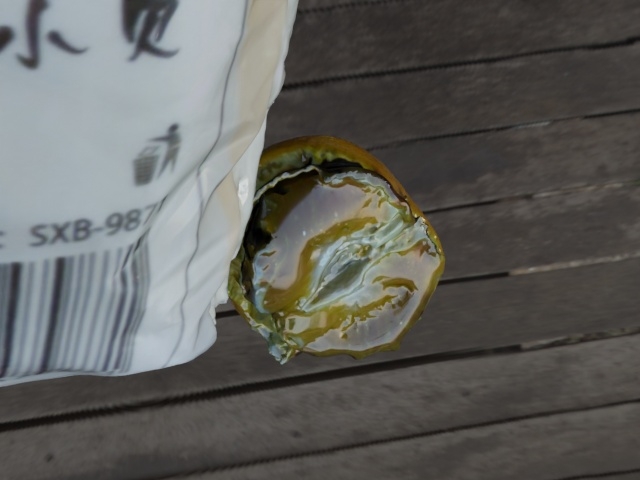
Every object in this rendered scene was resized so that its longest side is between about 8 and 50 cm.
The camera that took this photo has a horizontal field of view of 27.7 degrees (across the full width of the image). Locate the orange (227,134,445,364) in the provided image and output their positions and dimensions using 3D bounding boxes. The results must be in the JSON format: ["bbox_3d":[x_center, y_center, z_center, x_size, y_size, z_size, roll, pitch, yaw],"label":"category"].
[{"bbox_3d":[0.000,0.000,0.852,0.160,0.170,0.112,7,45,-24],"label":"orange"}]

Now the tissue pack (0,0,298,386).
[{"bbox_3d":[-0.184,-0.076,0.389,0.376,0.390,0.195,-6,51,-23],"label":"tissue pack"}]
